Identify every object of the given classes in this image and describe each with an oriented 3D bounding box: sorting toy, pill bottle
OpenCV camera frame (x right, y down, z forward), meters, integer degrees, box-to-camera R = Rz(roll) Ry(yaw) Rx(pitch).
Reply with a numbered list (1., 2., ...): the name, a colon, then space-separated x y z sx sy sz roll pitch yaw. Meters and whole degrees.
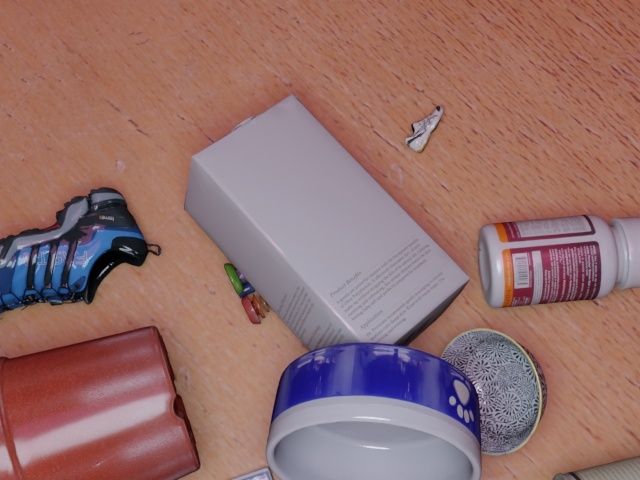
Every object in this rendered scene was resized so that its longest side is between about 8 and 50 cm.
1. sorting toy: -0.101 0.071 1.210 0.042 0.061 0.102 -26 98 -5
2. pill bottle: 0.341 0.027 1.171 0.221 0.121 0.121 -5 75 1

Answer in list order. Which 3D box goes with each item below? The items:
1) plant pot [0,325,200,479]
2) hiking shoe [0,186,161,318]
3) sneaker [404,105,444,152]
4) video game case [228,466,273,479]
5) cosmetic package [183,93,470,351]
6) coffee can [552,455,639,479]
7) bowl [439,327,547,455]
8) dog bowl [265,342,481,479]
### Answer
1. plant pot: -0.310 0.245 1.083 0.265 0.272 0.272 -18 75 -11
2. hiking shoe: -0.392 0.049 1.200 0.304 0.113 0.132 -36 76 -7
3. sneaker: 0.160 -0.177 1.280 0.037 0.032 0.083 30 78 10
4. video game case: -0.138 0.430 1.133 0.201 0.023 0.183 -18 75 -3
5. cosmetic package: 0.000 0.000 1.151 0.197 0.155 0.365 -35 74 -27
6. coffee can: 0.456 0.359 1.035 0.275 0.201 0.202 -13 75 -1
7. bowl: 0.247 0.201 1.135 0.080 0.170 0.170 -1 68 -44
8. dog bowl: 0.068 0.240 1.044 0.264 0.265 0.104 5 51 4
